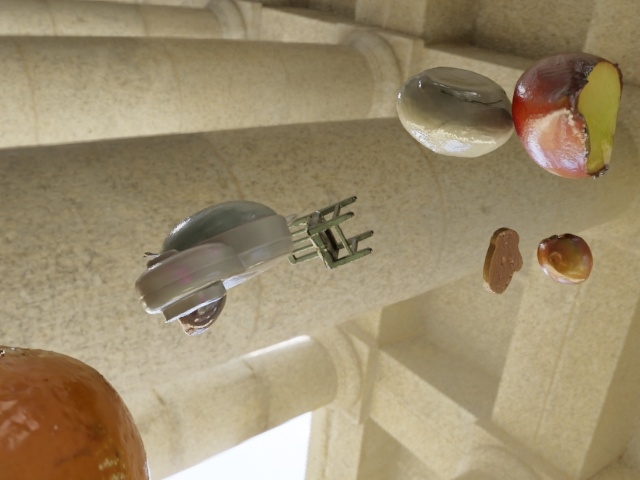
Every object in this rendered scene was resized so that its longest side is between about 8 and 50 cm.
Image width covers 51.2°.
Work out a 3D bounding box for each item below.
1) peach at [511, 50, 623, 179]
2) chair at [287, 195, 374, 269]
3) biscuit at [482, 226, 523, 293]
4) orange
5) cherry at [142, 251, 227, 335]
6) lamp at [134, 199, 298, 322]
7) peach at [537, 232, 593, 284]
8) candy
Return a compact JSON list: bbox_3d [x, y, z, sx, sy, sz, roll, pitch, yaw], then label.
[{"bbox_3d":[0.511,-0.272,1.439,0.201,0.361,0.258,13,-84,34],"label":"peach"},{"bbox_3d":[0.000,0.000,1.851,0.270,0.147,0.136,-21,-69,16],"label":"chair"},{"bbox_3d":[0.383,0.043,1.401,0.023,0.118,0.140,17,-86,49],"label":"biscuit"},{"bbox_3d":[-0.378,0.268,0.683,0.424,0.424,0.326,-12,-105,54],"label":"orange"},{"bbox_3d":[-0.296,0.123,1.437,0.115,0.188,0.148,26,-78,59],"label":"cherry"},{"bbox_3d":[-0.135,0.016,0.823,0.179,0.246,0.108,-31,-90,27],"label":"lamp"},{"bbox_3d":[0.470,0.037,1.282,0.100,0.100,0.101,20,-64,49],"label":"peach"},{"bbox_3d":[0.322,-0.293,1.586,0.295,0.295,0.185,46,-42,35],"label":"candy"}]
